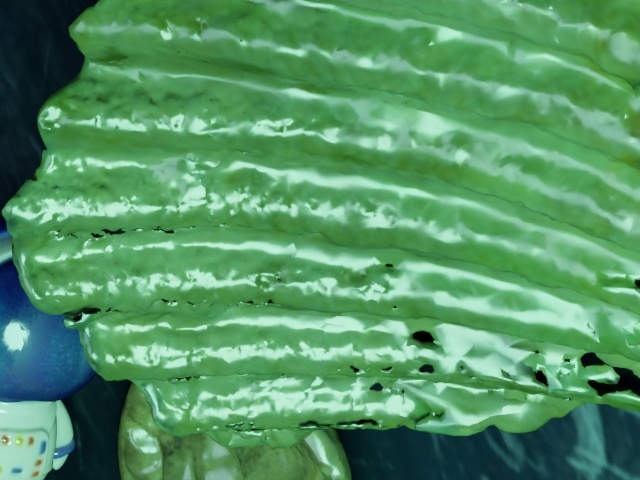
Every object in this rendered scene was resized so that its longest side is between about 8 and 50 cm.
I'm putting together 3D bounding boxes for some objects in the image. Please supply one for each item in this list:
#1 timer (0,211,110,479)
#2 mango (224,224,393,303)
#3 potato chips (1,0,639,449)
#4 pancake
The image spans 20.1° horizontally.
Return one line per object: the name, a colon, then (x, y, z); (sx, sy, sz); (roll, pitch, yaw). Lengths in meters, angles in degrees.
timer: (-0.247, 0.157, 1.254); (0.270, 0.270, 0.383); (30, 111, 27)
mango: (-0.005, -0.001, 1.102); (0.117, 0.089, 0.163); (18, 104, 42)
potato chips: (0.032, -0.018, 0.943); (0.389, 0.097, 0.373); (-11, 121, 20)
pancake: (-0.049, 0.174, 1.206); (0.242, 0.050, 0.242); (22, 119, 45)
